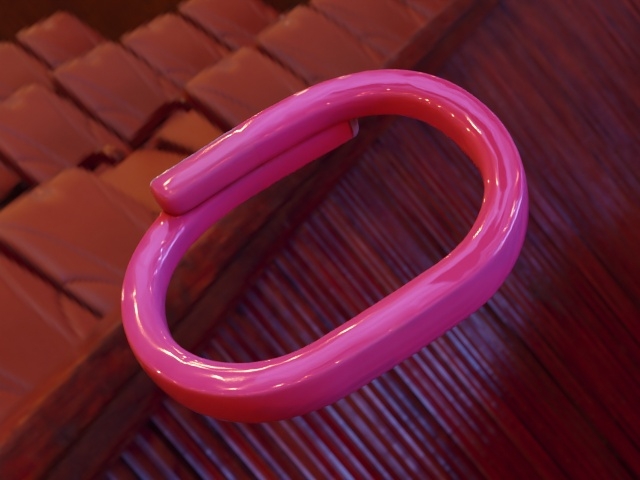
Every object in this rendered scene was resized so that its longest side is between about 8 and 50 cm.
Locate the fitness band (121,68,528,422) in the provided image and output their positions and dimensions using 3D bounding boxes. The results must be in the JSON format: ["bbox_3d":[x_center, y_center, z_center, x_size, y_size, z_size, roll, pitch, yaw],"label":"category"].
[{"bbox_3d":[0.000,0.000,0.824,0.291,0.209,0.054,-32,-33,-8],"label":"fitness band"}]
